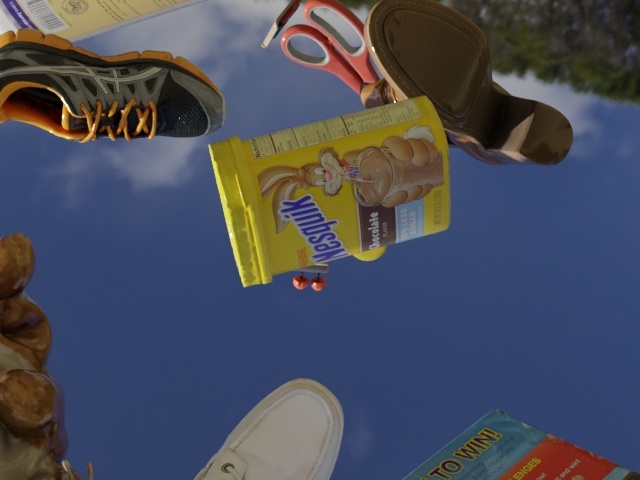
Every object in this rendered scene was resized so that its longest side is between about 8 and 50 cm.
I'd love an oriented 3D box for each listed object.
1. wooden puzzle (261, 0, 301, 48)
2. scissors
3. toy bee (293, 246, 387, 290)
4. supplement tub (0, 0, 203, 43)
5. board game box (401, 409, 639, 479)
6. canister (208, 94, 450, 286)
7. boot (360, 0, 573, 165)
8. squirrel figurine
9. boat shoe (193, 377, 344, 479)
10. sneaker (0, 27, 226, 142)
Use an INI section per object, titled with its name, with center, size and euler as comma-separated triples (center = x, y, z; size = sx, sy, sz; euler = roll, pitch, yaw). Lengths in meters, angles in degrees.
[wooden puzzle]
center = -0.039, -0.262, 1.455
size = 0.014, 0.116, 0.078
euler = 33, -101, -5
[scissors]
center = 0.073, -0.197, 1.615
size = 0.297, 0.109, 0.021
euler = 40, -142, -24
[toy bee]
center = 0.000, 0.000, 1.772
size = 0.195, 0.162, 0.298
euler = 7, -169, 21
[supplement tub]
center = -0.193, -0.350, 1.297
size = 0.331, 0.241, 0.241
euler = -15, -130, 14
[board game box]
center = 0.127, 0.260, 0.757
size = 0.308, 0.086, 0.302
euler = -30, -146, -33
[canister]
center = 0.010, -0.039, 0.962
size = 0.170, 0.126, 0.073
euler = -15, -130, -5
[boot]
center = 0.109, -0.167, 1.329
size = 0.283, 0.220, 0.109
euler = 23, -93, -33
[squirrel figurine]
center = -0.365, 0.264, 1.440
size = 0.281, 0.397, 0.370
euler = -33, -104, -27
[boat shoe]
center = -0.073, 0.236, 1.057
size = 0.098, 0.096, 0.277
euler = 33, -99, 10
[sneaker]
center = -0.189, -0.119, 1.096
size = 0.215, 0.084, 0.083
euler = 9, -134, 0
